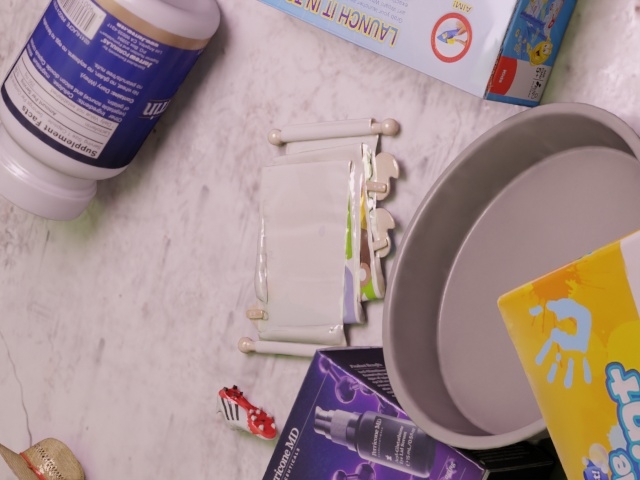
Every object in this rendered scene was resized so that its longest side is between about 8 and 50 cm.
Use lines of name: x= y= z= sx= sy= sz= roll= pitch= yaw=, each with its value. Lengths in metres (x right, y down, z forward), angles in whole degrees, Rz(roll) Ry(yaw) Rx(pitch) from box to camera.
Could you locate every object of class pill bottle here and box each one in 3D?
pill bottle: x=-0.226 y=-0.156 z=1.691 sx=0.153 sy=0.153 sz=0.265 roll=50 pitch=117 yaw=29

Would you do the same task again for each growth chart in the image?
growth chart: x=0.000 y=0.000 z=1.586 sx=0.172 sy=0.021 sz=0.237 roll=9 pitch=93 yaw=38

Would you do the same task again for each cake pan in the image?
cake pan: x=0.169 y=0.033 z=1.369 sx=0.293 sy=0.054 sz=0.293 roll=-30 pitch=47 yaw=38

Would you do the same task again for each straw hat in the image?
straw hat: x=-0.280 y=0.239 z=1.769 sx=0.061 sy=0.144 sz=0.144 roll=-36 pitch=59 yaw=-12

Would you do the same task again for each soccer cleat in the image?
soccer cleat: x=-0.071 y=0.171 z=1.633 sx=0.083 sy=0.029 sz=0.036 roll=38 pitch=119 yaw=37

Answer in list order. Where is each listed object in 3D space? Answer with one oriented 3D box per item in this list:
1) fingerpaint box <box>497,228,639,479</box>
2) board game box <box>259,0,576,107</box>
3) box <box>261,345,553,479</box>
fingerpaint box: x=0.353 y=0.167 z=1.024 sx=0.371 sy=0.163 sz=0.445 roll=-31 pitch=76 yaw=48
board game box: x=0.100 y=-0.308 z=1.480 sx=0.308 sy=0.086 sz=0.302 roll=29 pitch=106 yaw=36
box: x=0.069 y=0.204 z=1.466 sx=0.207 sy=0.108 sz=0.153 roll=32 pitch=108 yaw=35
